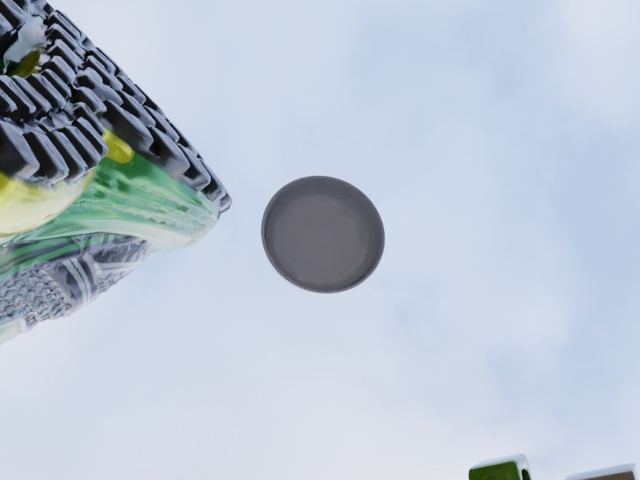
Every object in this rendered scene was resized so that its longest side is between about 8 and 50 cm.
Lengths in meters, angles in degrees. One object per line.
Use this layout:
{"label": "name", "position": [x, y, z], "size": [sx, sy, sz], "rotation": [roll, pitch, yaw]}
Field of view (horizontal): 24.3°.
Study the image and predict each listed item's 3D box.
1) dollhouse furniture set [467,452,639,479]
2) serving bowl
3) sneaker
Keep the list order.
{"label": "dollhouse furniture set", "position": [0.256, 0.216, 0.951], "size": [0.301, 0.151, 0.197], "rotation": [-14, -86, 15]}
{"label": "serving bowl", "position": [0.000, 0.000, 0.986], "size": [0.083, 0.027, 0.083], "rotation": [4, -112, -9]}
{"label": "sneaker", "position": [-0.135, -0.016, 0.478], "size": [0.146, 0.343, 0.134], "rotation": [-45, -96, 8]}
